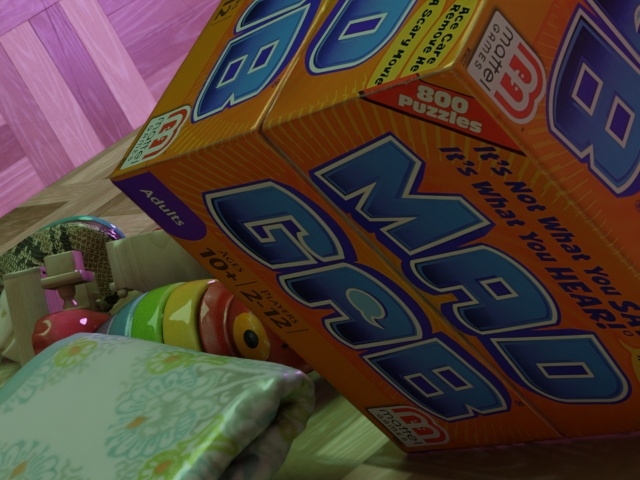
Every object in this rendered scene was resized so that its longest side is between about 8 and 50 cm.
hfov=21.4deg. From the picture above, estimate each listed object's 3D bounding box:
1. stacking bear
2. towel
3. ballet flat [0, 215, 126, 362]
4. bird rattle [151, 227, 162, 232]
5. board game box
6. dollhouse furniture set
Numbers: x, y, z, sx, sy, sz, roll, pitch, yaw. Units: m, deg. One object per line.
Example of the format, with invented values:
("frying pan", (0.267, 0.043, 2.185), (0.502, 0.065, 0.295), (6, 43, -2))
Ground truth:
("stacking bear", (-0.110, 0.108, 1.663), (0.289, 0.175, 0.164), (-21, -4, 30))
("towel", (-0.217, 0.229, 1.423), (0.321, 0.090, 0.374), (8, 48, 46))
("ballet flat", (-0.423, 0.109, 2.354), (0.483, 0.164, 0.182), (-21, 37, 52))
("bird rattle", (-0.113, -0.038, 2.127), (0.254, 0.206, 0.143), (-7, 7, 37))
("board game box", (0.140, -0.095, 1.280), (0.356, 0.356, 0.356), (-14, 40, 47))
("dollhouse furniture set", (-0.154, 0.085, 1.911), (0.356, 0.173, 0.303), (-13, -4, 7))
